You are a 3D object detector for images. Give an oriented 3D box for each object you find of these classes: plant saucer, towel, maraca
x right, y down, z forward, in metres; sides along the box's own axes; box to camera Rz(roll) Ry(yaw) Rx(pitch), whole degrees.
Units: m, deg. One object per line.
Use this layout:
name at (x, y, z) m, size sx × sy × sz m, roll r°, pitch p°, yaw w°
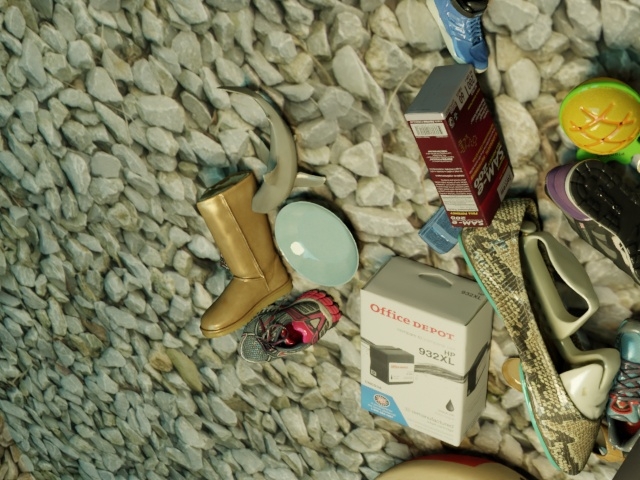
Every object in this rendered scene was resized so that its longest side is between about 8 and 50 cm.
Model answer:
plant saucer at (0.383, 0.252, 2.033) m, size 0.083 × 0.015 × 0.083 m, roll 21°, pitch 132°, yaw 25°
plant saucer at (0.000, 0.000, 2.125) m, size 0.195 × 0.037 × 0.195 m, roll 21°, pitch 132°, yaw 25°
towel at (0.229, -0.024, 1.937) m, size 0.067 × 0.029 × 0.119 m, roll 42°, pitch 136°, yaw 3°
maraca at (0.430, -0.174, 1.627) m, size 0.127 × 0.099 × 0.185 m, roll -4°, pitch 142°, yaw 23°

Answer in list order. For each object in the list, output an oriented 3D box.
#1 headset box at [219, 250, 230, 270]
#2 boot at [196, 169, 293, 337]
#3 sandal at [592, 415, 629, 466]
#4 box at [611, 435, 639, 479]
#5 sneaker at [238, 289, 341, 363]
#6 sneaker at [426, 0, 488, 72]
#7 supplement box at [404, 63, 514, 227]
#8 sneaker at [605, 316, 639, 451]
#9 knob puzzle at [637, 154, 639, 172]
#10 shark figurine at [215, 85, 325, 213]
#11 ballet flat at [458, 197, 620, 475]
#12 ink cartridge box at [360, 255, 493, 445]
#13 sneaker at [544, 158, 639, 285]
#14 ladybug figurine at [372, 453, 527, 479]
headset box at (-0.181, 0.012, 2.254) m, size 0.032 × 0.062 × 0.083 m, roll 23°, pitch 132°, yaw 22°
boot at (-0.189, 0.029, 2.165) m, size 0.089 × 0.236 × 0.269 m, roll 15°, pitch 134°, yaw 51°
sandal at (0.520, 0.362, 1.976) m, size 0.219 × 0.060 × 0.090 m, roll 40°, pitch 137°, yaw 6°
box at (0.649, 0.410, 1.691) m, size 0.312 × 0.343 × 0.179 m, roll 40°, pitch 148°, yaw 6°
sneaker at (-0.089, 0.195, 2.284) m, size 0.121 × 0.112 × 0.299 m, roll 51°, pitch 137°, yaw -5°
sneaker at (0.234, -0.338, 1.680) m, size 0.084 × 0.058 × 0.152 m, roll -22°, pitch 99°, yaw 54°
supplement box at (0.228, -0.150, 1.737) m, size 0.073 × 0.130 × 0.239 m, roll 3°, pitch 136°, yaw 35°
sneaker at (0.539, 0.255, 1.835) m, size 0.104 × 0.125 × 0.261 m, roll 12°, pitch 127°, yaw 30°
knob puzzle at (0.562, -0.124, 1.587) m, size 0.213 × 0.030 × 0.213 m, roll 13°, pitch 125°, yaw 20°
shark figurine at (-0.096, -0.165, 2.019) m, size 0.166 × 0.116 × 0.278 m, roll 3°, pitch 118°, yaw 28°
ballet flat at (0.390, 0.152, 1.795) m, size 0.182 × 0.164 × 0.482 m, roll -25°, pitch 85°, yaw 36°
ink cartridge box at (0.199, 0.212, 2.061) m, size 0.223 × 0.129 × 0.307 m, roll 19°, pitch 130°, yaw 27°
sneaker at (0.473, -0.022, 1.725) m, size 0.283 × 0.107 × 0.124 m, roll 47°, pitch 168°, yaw -14°
ladybug figurine at (0.277, 0.563, 2.236) m, size 0.449 × 0.162 × 0.305 m, roll -11°, pitch 114°, yaw 41°
